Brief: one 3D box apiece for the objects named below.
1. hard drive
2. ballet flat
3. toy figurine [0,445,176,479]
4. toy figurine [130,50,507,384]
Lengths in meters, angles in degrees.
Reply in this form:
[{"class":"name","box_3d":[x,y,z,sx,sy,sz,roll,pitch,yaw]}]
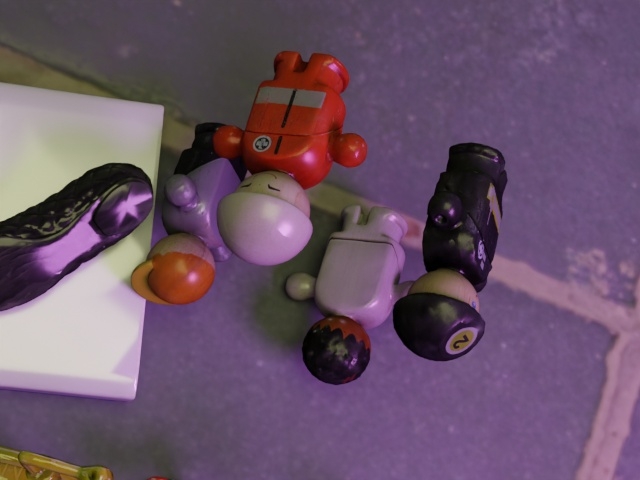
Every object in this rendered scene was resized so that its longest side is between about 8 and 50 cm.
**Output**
[{"class":"hard drive","box_3d":[-0.276,-0.011,1.126,0.318,0.040,0.210,7,77,-13]},{"class":"ballet flat","box_3d":[-0.189,0.002,1.108,0.173,0.049,0.057,-28,114,-13]},{"class":"toy figurine","box_3d":[-0.115,0.257,1.044,0.362,0.191,0.217,12,81,-11]},{"class":"toy figurine","box_3d":[0.000,0.000,1.101,0.213,0.209,0.148,28,60,-22]}]
